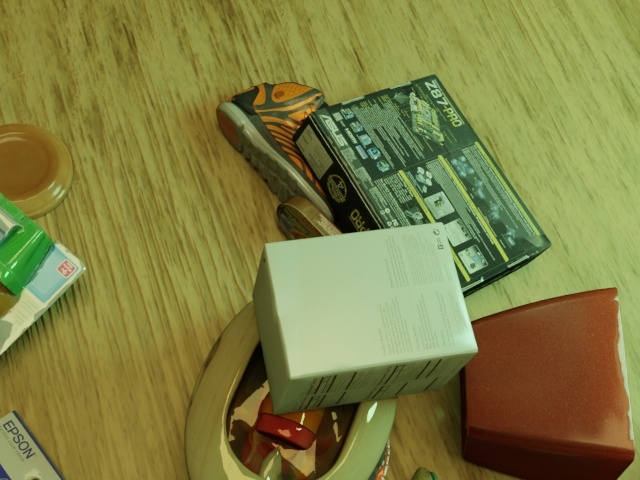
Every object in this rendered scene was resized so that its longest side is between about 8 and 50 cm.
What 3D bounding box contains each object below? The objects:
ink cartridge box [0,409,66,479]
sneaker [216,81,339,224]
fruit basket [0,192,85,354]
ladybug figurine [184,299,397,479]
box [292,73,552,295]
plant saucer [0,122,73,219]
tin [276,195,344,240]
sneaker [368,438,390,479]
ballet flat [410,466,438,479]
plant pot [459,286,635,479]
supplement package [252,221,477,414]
[{"bbox_3d":[-0.498,0.449,1.354,0.307,0.072,0.303,-29,70,-37],"label":"ink cartridge box"},{"bbox_3d":[-0.032,-0.179,1.709,0.180,0.124,0.321,-34,73,-21],"label":"sneaker"},{"bbox_3d":[-0.612,0.063,1.486,0.327,0.165,0.353,40,68,11],"label":"fruit basket"},{"bbox_3d":[-0.042,0.259,1.470,0.305,0.162,0.449,25,63,4],"label":"ladybug figurine"},{"bbox_3d":[0.180,-0.086,1.648,0.318,0.097,0.394,-24,76,-33],"label":"box"},{"bbox_3d":[-0.541,-0.127,1.659,0.200,0.037,0.199,3,63,-6],"label":"plant saucer"},{"bbox_3d":[0.000,0.000,1.632,0.040,0.106,0.189,-40,80,-23],"label":"tin"},{"bbox_3d":[0.069,0.378,1.487,0.065,0.061,0.157,15,62,7],"label":"sneaker"},{"bbox_3d":[0.153,0.517,1.398,0.123,0.123,0.348,-7,68,-11],"label":"ballet flat"},{"bbox_3d":[0.343,0.243,1.494,0.236,0.267,0.267,0,64,6],"label":"plant pot"},{"bbox_3d":[0.053,0.116,1.352,0.263,0.198,0.199,-7,67,-13],"label":"supplement package"}]
